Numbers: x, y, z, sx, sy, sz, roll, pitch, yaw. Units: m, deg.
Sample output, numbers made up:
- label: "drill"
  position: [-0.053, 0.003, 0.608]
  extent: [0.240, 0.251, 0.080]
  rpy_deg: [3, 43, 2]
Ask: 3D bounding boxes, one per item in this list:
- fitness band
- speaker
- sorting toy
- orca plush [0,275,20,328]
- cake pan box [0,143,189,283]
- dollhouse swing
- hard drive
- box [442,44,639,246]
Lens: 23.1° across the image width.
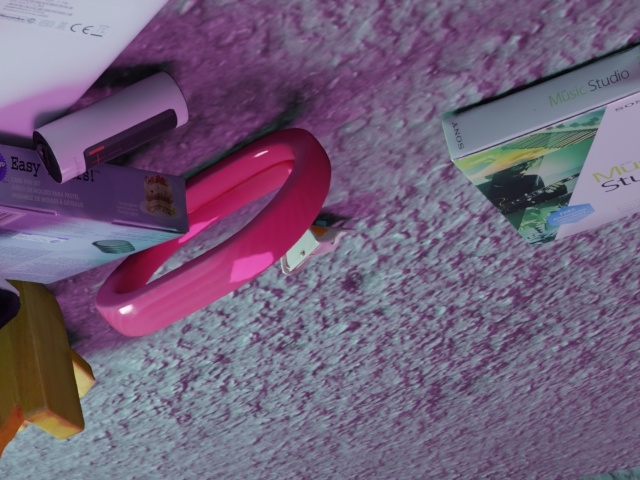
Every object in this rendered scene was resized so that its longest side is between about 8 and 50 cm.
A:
- label: "fitness band"
  position: [-0.108, -0.009, 1.562]
  extent: [0.291, 0.209, 0.054]
  rpy_deg: [-29, 113, 29]
- label: "speaker"
  position: [-0.191, -0.103, 1.422]
  extent: [0.136, 0.055, 0.055]
  rpy_deg: [-28, 163, -22]
- label: "sorting toy"
  position: [0.000, 0.000, 1.834]
  extent: [0.075, 0.045, 0.083]
  rpy_deg: [-5, 156, -35]
- label: "orca plush"
  position: [-0.420, 0.024, 1.411]
  extent: [0.287, 0.102, 0.151]
  rpy_deg: [36, 142, -10]
- label: "cake pan box"
  position: [-0.306, -0.021, 1.531]
  extent: [0.266, 0.070, 0.245]
  rpy_deg: [8, 160, -42]
- label: "dollhouse swing"
  position: [-0.426, 0.248, 1.832]
  extent: [0.346, 0.315, 0.305]
  rpy_deg: [-25, 135, 3]
- label: "hard drive"
  position: [-0.277, -0.167, 1.309]
  extent: [0.210, 0.040, 0.318]
  rpy_deg: [6, 151, -36]
- label: "box"
  position: [0.294, -0.096, 1.738]
  extent: [0.232, 0.058, 0.322]
  rpy_deg: [-20, 155, 17]
